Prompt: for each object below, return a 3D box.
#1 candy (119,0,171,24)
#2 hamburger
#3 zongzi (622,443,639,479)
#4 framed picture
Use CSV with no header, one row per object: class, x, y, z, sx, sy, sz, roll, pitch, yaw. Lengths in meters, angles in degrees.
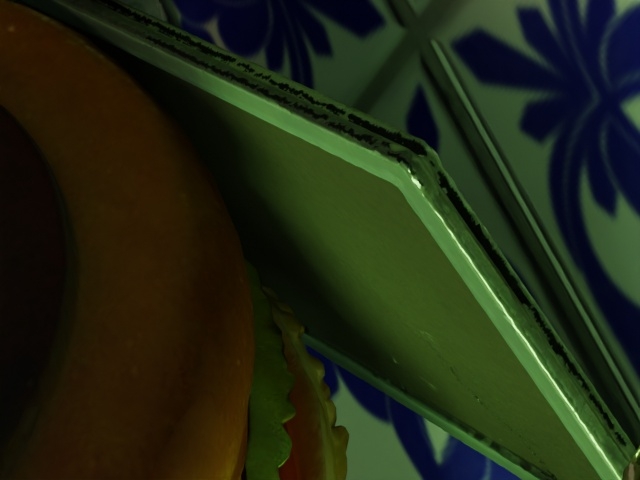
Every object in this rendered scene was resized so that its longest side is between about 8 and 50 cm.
candy,-0.103,-0.040,0.913,0.092,0.073,0.160,-10,97,54
hamburger,-0.155,0.091,0.724,0.330,0.330,0.250,48,167,34
zongzi,0.182,0.017,0.469,0.205,0.094,0.204,28,121,45
framed picture,0.000,0.000,0.719,0.293,0.018,0.231,30,162,49
